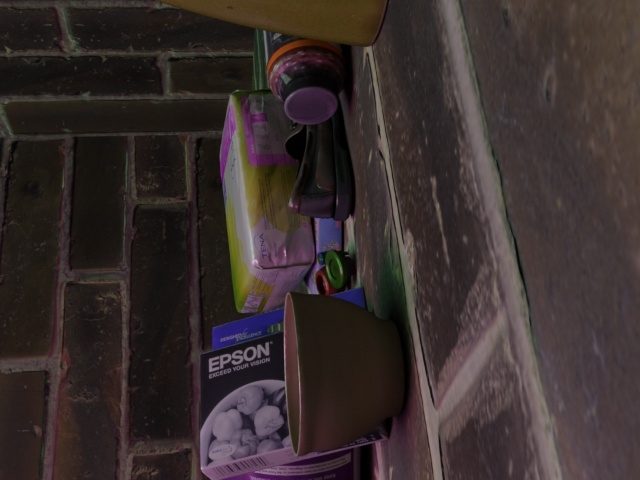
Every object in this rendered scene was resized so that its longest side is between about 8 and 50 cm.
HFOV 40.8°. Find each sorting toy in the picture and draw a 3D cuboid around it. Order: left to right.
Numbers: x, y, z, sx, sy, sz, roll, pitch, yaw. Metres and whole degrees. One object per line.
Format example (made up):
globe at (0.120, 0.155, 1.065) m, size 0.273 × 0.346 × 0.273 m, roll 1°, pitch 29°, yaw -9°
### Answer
sorting toy at (0.025, 0.040, 1.137) m, size 0.061 × 0.042 × 0.102 m, roll 69°, pitch 155°, yaw 18°

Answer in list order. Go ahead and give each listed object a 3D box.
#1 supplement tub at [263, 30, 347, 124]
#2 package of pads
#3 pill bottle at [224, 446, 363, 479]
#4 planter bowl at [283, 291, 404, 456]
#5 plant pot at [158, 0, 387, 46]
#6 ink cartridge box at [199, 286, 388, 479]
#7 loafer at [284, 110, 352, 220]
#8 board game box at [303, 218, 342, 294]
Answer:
supplement tub at (-0.020, -0.248, 1.130) m, size 0.106 × 0.105 × 0.198 m, roll 99°, pitch 166°, yaw -55°
package of pads at (-0.087, -0.060, 1.321) m, size 0.229 × 0.101 × 0.297 m, roll 120°, pitch 143°, yaw -66°
pill bottle at (-0.036, 0.343, 1.093) m, size 0.181 × 0.181 × 0.323 m, roll -128°, pitch 37°, yaw -78°
planter bowl at (0.023, 0.131, 0.863) m, size 0.162 × 0.109 × 0.162 m, roll 179°, pitch 90°, yaw -83°
plant pot at (-0.091, -0.344, 0.911) m, size 0.275 × 0.293 × 0.275 m, roll 178°, pitch 90°, yaw -83°
ink cartridge box at (-0.039, 0.152, 0.990) m, size 0.045 × 0.206 × 0.208 m, roll 61°, pitch -163°, yaw -48°
loafer at (-0.014, -0.129, 1.178) m, size 0.268 × 0.084 × 0.096 m, roll -100°, pitch 11°, yaw -49°
board game box at (0.000, 0.000, 1.289) m, size 0.211 × 0.039 × 0.160 m, roll -131°, pitch 40°, yaw -77°
